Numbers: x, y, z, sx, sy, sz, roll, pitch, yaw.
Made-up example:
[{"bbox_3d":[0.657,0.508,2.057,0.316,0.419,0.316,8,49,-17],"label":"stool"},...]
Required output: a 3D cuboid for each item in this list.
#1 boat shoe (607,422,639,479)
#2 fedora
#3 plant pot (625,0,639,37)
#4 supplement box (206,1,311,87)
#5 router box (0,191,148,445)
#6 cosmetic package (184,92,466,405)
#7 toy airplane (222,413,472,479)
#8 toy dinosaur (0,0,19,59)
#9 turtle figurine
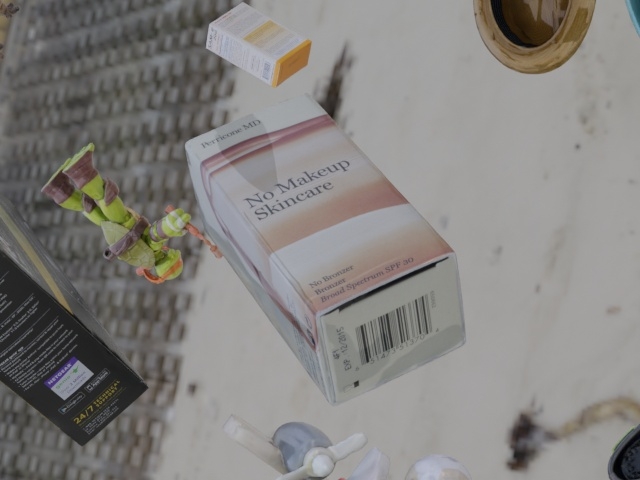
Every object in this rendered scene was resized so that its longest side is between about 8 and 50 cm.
[{"bbox_3d":[0.389,0.183,1.468,0.227,0.068,0.081,-38,70,14],"label":"boat shoe"},{"bbox_3d":[0.266,-0.292,1.715,0.194,0.079,0.194,8,101,44],"label":"fedora"},{"bbox_3d":[0.436,-0.268,1.298,0.235,0.293,0.293,-37,-30,-60],"label":"plant pot"},{"bbox_3d":[-0.068,-0.215,1.606,0.062,0.098,0.036,-40,-26,-40],"label":"supplement box"},{"bbox_3d":[-0.299,0.006,1.236,0.081,0.243,0.309,-42,48,-4],"label":"router box"},{"bbox_3d":[0.000,0.000,1.413,0.296,0.153,0.129,49,158,44],"label":"cosmetic package"},{"bbox_3d":[0.087,0.363,1.832,0.272,0.386,0.384,-48,61,17],"label":"toy airplane"},{"bbox_3d":[-0.438,-0.305,1.656,0.200,0.127,0.296,72,-155,-55],"label":"toy dinosaur"},{"bbox_3d":[-0.253,-0.015,1.864,0.087,0.217,0.269,-52,14,-21],"label":"turtle figurine"}]
